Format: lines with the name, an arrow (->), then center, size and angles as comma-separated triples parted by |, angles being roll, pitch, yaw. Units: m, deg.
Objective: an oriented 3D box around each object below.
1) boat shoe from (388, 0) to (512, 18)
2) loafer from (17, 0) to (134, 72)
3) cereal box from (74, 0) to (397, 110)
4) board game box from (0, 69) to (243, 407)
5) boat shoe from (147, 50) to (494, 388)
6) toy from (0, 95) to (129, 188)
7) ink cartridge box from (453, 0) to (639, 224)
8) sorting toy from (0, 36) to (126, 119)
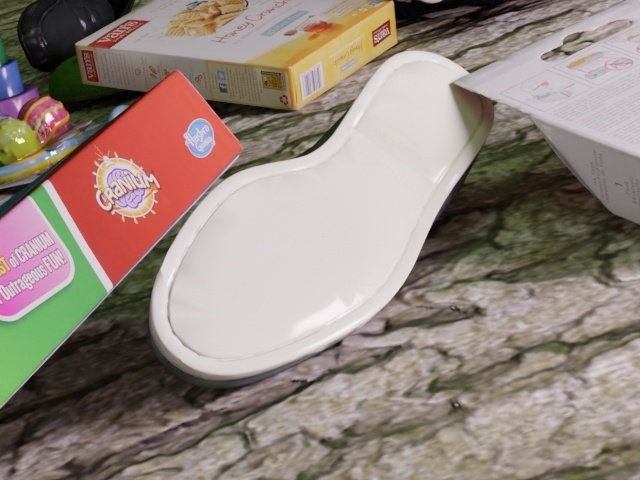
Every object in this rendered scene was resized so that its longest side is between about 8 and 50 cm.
boat shoe -> 0.081, -0.263, 1.553 | 0.340, 0.127, 0.158 | -11, 13, 12
loafer -> -0.263, -0.239, 1.837 | 0.078, 0.076, 0.223 | -18, 15, 18
cereal box -> -0.076, -0.179, 1.521 | 0.240, 0.047, 0.173 | 10, 32, 31
board game box -> -0.197, 0.044, 0.918 | 0.242, 0.064, 0.316 | -34, 10, 28
boat shoe -> 0.000, 0.000, 1.017 | 0.319, 0.116, 0.099 | -46, -8, -43
toy -> -0.243, -0.090, 1.455 | 0.237, 0.056, 0.137 | -6, 21, 25
ink cartridge box -> 0.225, -0.081, 1.031 | 0.189, 0.066, 0.232 | -26, 27, -24
sorting toy -> -0.198, -0.219, 1.651 | 0.127, 0.126, 0.365 | 7, 27, 46
